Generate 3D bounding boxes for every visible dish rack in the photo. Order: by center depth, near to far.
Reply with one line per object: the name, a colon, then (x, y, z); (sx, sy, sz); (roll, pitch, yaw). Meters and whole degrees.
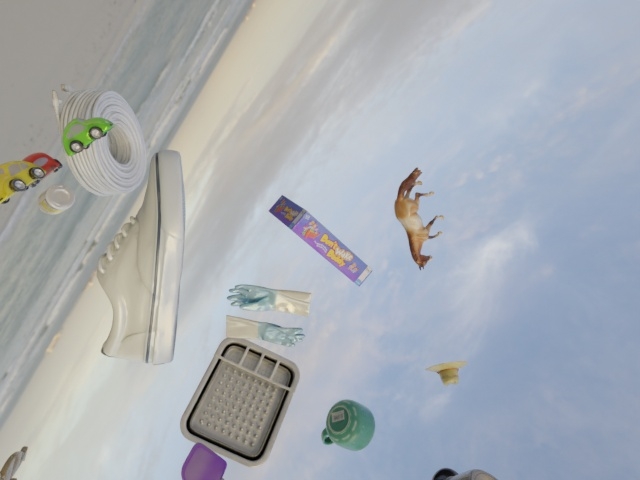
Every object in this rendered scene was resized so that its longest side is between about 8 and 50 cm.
dish rack: (-0.246, 0.500, 1.272); (0.332, 0.286, 0.072); (-66, -177, -35)

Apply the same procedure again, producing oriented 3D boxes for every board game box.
board game box: (0.000, 0.000, 1.403); (0.078, 0.347, 0.233); (-50, -148, -1)

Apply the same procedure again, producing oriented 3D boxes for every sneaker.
sneaker: (-0.206, 0.021, 0.464); (0.094, 0.092, 0.257); (-164, -101, -71)

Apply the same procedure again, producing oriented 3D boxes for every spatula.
spatula: (-0.178, 0.532, 0.836); (0.297, 0.030, 0.084); (16, -114, 33)

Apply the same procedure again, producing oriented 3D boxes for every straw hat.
straw hat: (0.407, 0.427, 1.276); (0.144, 0.145, 0.061); (-36, -128, 42)

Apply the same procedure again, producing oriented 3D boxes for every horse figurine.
horse figurine: (0.278, -0.069, 1.157); (0.175, 0.263, 0.066); (-33, -164, -32)

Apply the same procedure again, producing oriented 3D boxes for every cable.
cable: (-0.523, -0.240, 0.994); (0.257, 0.089, 0.256); (-64, 151, -78)

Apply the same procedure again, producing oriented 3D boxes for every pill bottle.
pill bottle: (-0.688, -0.102, 1.043); (0.116, 0.065, 0.065); (-9, -127, 42)

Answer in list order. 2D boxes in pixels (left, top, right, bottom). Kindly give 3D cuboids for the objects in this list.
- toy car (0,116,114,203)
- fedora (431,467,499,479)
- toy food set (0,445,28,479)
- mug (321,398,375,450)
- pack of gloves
toy car: (-0.488, -0.165, 0.743); (0.225, 0.053, 0.239); (-37, -154, -3)
fedora: (0.368, 0.618, 0.875); (0.124, 0.244, 0.275); (-45, -110, 22)
toy food set: (-0.364, 0.281, 0.441); (0.122, 0.019, 0.077); (146, -46, -68)
mug: (0.072, 0.543, 1.170); (0.130, 0.097, 0.157); (19, -109, 50)
pack of gloves: (-0.151, 0.219, 1.110); (0.046, 0.232, 0.194); (-81, 178, -63)
